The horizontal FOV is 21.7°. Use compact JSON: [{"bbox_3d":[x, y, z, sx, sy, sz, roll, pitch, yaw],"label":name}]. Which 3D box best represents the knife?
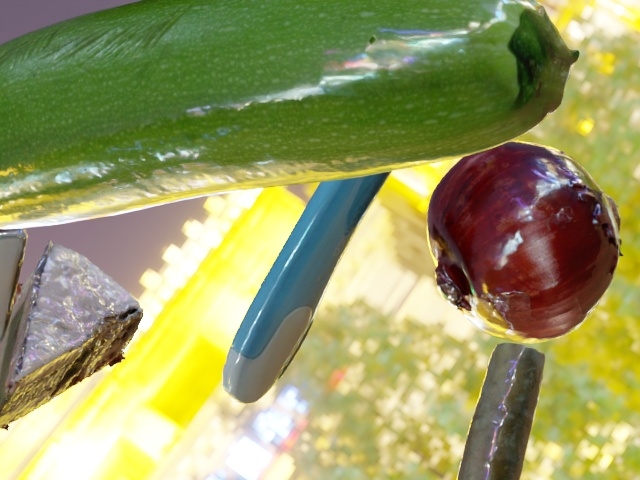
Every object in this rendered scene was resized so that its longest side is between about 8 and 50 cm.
[{"bbox_3d":[0.000,0.000,0.982,0.064,0.031,0.222,11,-69,-59],"label":"knife"}]

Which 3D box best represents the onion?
[{"bbox_3d":[0.123,0.001,1.021,0.131,0.131,0.131,-46,-23,-26],"label":"onion"}]

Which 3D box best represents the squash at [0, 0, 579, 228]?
[{"bbox_3d":[-0.048,-0.056,0.646,0.082,0.292,0.082,25,-119,-58],"label":"squash"}]

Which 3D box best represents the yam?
[{"bbox_3d":[0.049,0.087,0.516,0.021,0.021,0.116,69,-145,-66],"label":"yam"}]

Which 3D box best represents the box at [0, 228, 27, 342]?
[{"bbox_3d":[-0.230,-0.033,1.109,0.035,0.177,0.115,-3,-40,-21],"label":"box"}]

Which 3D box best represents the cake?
[{"bbox_3d":[-0.251,0.076,1.437,0.086,0.116,0.220,-55,-13,28],"label":"cake"}]
